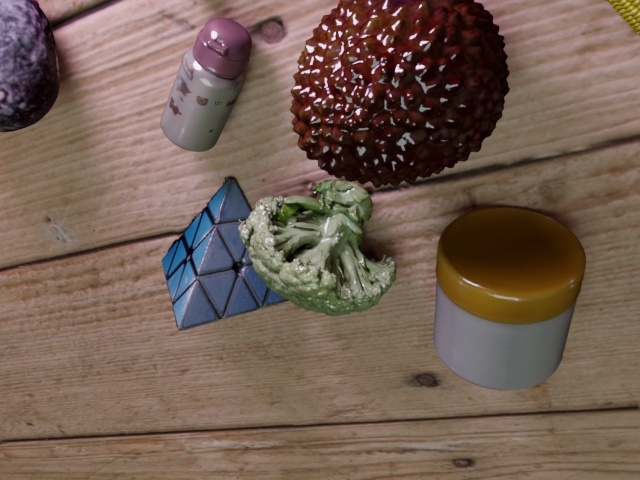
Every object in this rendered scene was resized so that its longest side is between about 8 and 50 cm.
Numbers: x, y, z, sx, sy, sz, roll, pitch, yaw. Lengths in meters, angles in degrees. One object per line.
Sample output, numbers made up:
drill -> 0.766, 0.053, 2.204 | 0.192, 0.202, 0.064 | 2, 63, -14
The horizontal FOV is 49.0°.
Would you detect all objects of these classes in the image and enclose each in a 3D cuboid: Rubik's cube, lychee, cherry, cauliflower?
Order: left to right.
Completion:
cherry -> -0.592, -0.315, 1.241 | 0.254, 0.218, 0.296 | 21, 117, 8
Rubik's cube -> -0.210, 0.049, 1.434 | 0.228, 0.229, 0.233 | -29, 73, -4
cauliflower -> 0.000, 0.000, 1.302 | 0.272, 0.275, 0.250 | 31, 97, 34
lychee -> 0.109, -0.226, 1.008 | 0.306, 0.330, 0.306 | 36, 146, 30

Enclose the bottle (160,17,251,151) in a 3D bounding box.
bottle -> -0.191, -0.269, 1.200 | 0.109, 0.110, 0.233 | 30, 130, -4

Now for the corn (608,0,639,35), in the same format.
corn -> 0.451, -0.317, 0.946 | 0.248, 0.081, 0.081 | 39, 129, -12

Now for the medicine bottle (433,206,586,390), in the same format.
medicine bottle -> 0.317, 0.098, 1.216 | 0.237, 0.238, 0.232 | 8, 131, 14
